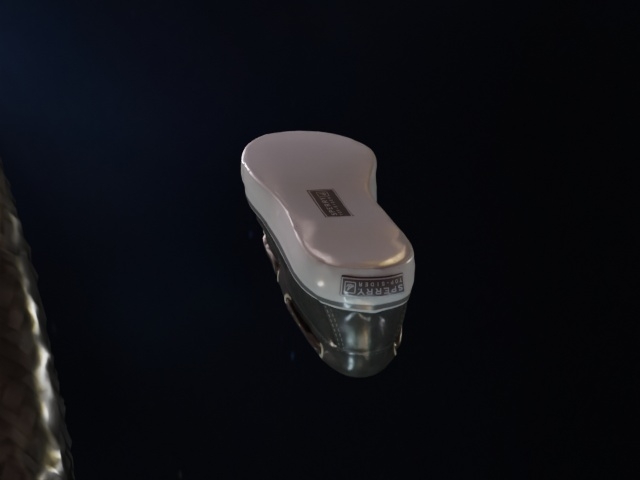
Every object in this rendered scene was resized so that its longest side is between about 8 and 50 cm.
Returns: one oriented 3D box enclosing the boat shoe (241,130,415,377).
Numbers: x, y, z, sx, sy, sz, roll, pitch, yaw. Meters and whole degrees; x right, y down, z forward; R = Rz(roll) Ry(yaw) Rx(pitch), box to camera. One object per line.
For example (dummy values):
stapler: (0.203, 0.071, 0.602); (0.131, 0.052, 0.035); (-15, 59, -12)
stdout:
boat shoe: (0.000, 0.000, 0.608); (0.049, 0.040, 0.142); (-1, -157, -9)

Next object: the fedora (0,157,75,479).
fedora: (-0.134, 0.039, 0.292); (0.152, 0.334, 0.334); (-18, -119, 14)
